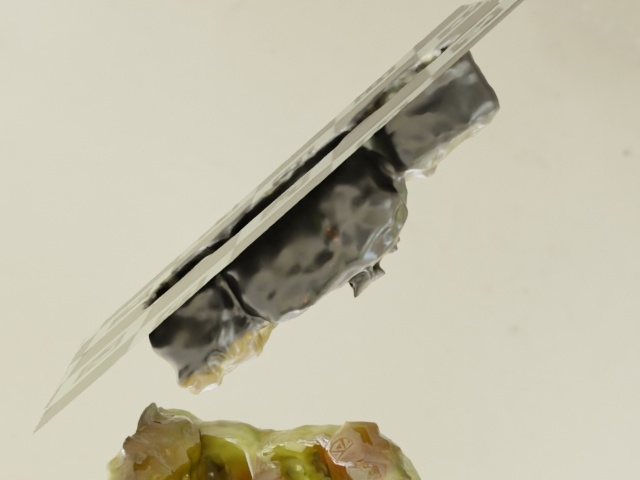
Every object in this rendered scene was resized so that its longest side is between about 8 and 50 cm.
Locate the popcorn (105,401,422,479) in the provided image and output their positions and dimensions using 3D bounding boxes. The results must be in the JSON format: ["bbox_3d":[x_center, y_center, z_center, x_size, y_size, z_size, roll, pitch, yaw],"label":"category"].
[{"bbox_3d":[-0.047,0.288,1.296,0.326,0.321,0.290,28,166,-2],"label":"popcorn"}]

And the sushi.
[{"bbox_3d":[0.000,0.000,0.655,0.050,0.215,0.192,48,-178,-6],"label":"sushi"}]
